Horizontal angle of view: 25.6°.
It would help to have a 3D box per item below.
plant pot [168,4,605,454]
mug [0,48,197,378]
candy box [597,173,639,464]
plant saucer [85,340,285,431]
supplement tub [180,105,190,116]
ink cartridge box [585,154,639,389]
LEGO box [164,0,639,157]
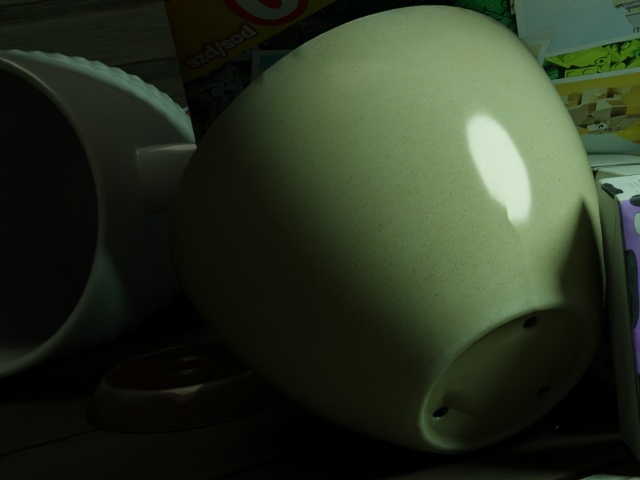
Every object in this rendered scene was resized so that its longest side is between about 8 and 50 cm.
[{"bbox_3d":[0.070,0.023,0.894,0.284,0.284,0.191,-13,48,-25],"label":"plant pot"},{"bbox_3d":[-0.195,-0.043,1.279,0.374,0.276,0.328,-12,1,21],"label":"mug"},{"bbox_3d":[0.271,0.036,0.818,0.196,0.165,0.070,-8,11,1],"label":"candy box"},{"bbox_3d":[-0.101,0.108,1.093,0.168,0.029,0.168,-8,11,2],"label":"plant saucer"},{"bbox_3d":[-0.189,-0.053,1.578,0.272,0.191,0.191,-1,13,33],"label":"supplement tub"},{"bbox_3d":[0.222,0.020,0.971,0.086,0.148,0.203,-4,10,-14],"label":"ink cartridge box"},{"bbox_3d":[0.142,-0.209,0.992,0.500,0.193,0.372,-8,-31,-1],"label":"LEGO box"}]
